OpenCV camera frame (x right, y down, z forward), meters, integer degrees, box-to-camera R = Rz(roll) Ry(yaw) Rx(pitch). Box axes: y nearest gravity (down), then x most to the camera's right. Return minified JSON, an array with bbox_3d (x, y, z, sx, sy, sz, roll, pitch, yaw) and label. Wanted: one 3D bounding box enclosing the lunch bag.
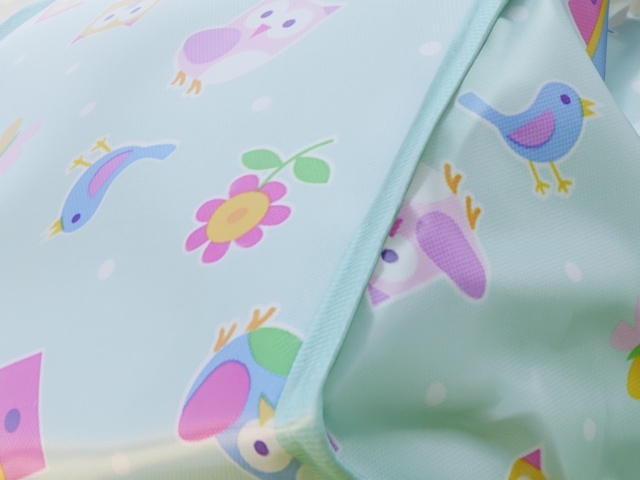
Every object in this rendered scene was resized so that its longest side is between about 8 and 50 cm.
[{"bbox_3d":[0.000,0.000,0.514,0.223,0.160,0.262,-15,39,39],"label":"lunch bag"}]
